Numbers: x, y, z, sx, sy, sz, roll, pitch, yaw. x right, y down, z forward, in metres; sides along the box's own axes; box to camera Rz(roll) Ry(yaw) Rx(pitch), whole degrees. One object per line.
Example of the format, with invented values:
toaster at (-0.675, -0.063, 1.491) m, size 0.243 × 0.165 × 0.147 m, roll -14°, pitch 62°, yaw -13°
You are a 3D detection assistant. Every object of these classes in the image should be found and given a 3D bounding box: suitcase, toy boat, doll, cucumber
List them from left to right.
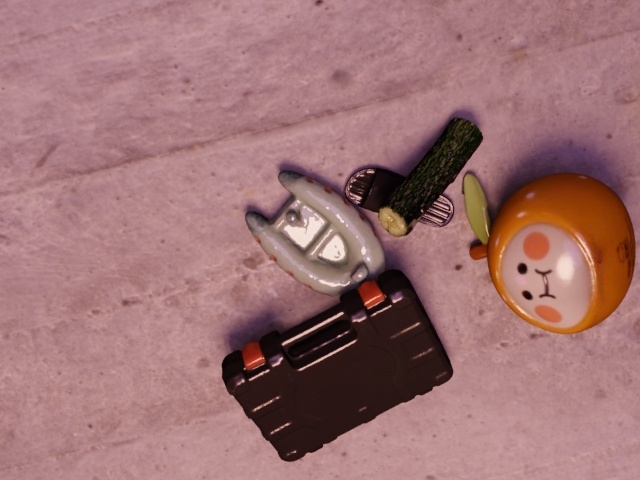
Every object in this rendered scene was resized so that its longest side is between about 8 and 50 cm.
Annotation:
toy boat at (0.000, 0.000, 1.094) m, size 0.208 × 0.079 × 0.134 m, roll 41°, pitch 94°, yaw -8°
suitcase at (0.028, 0.179, 1.103) m, size 0.286 × 0.066 × 0.206 m, roll -28°, pitch 124°, yaw 3°
cucumber at (0.149, -0.083, 1.063) m, size 0.058 × 0.058 × 0.187 m, roll 44°, pitch 70°, yaw -10°
doll at (0.299, 0.012, 1.070) m, size 0.236 × 0.213 × 0.213 m, roll 7°, pitch 105°, yaw 41°

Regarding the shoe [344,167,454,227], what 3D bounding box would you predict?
shoe at (0.115, -0.056, 1.101) m, size 0.159 × 0.053 × 0.062 m, roll 18°, pitch 104°, yaw -9°
